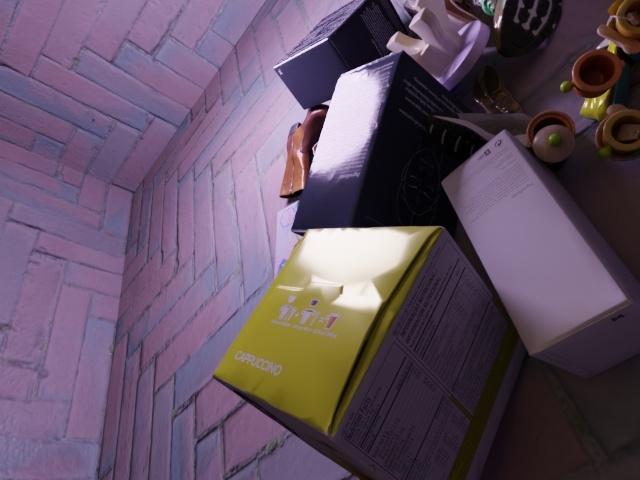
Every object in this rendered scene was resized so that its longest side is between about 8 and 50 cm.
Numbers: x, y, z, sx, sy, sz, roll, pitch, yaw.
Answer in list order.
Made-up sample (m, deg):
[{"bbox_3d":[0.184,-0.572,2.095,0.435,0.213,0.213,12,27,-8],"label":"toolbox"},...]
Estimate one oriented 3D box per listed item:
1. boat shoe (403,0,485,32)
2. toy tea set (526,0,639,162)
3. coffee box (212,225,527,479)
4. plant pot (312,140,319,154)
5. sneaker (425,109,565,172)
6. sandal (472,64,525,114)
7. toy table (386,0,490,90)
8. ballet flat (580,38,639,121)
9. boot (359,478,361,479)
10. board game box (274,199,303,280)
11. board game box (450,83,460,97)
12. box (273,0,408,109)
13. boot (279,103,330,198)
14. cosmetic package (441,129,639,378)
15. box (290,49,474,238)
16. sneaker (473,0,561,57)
[{"bbox_3d":[0.342,-0.619,1.240,0.116,0.123,0.324,-46,44,14],"label":"boat shoe"},{"bbox_3d":[0.489,-0.252,0.744,0.200,0.124,0.336,39,99,21],"label":"toy tea set"},{"bbox_3d":[0.088,0.206,0.804,0.337,0.334,0.338,0,50,52],"label":"coffee box"},{"bbox_3d":[0.053,-0.261,1.415,0.109,0.096,0.109,-40,41,32],"label":"plant pot"},{"bbox_3d":[0.344,-0.210,0.927,0.100,0.271,0.108,86,-158,-62],"label":"sneaker"},{"bbox_3d":[0.402,-0.317,1.045,0.072,0.049,0.180,-46,54,34],"label":"sandal"},{"bbox_3d":[0.259,-0.454,1.096,0.252,0.160,0.274,-65,11,-7],"label":"toy table"},{"bbox_3d":[0.536,-0.325,0.849,0.077,0.077,0.231,16,84,60],"label":"ballet flat"},{"bbox_3d":[0.151,0.419,0.923,0.219,0.082,0.106,-31,73,25],"label":"boot"},{"bbox_3d":[0.000,0.000,1.326,0.317,0.065,0.319,-26,50,34],"label":"board game box"},{"bbox_3d":[0.282,-0.344,1.190,0.133,0.033,0.168,-43,24,-28],"label":"board game box"},{"bbox_3d":[0.061,-0.591,1.458,0.296,0.183,0.294,1,47,53],"label":"box"},{"bbox_3d":[-0.051,-0.299,1.574,0.264,0.096,0.281,-15,59,47],"label":"boot"},{"bbox_3d":[0.367,0.013,0.760,0.155,0.196,0.366,-41,40,30],"label":"cosmetic package"},{"bbox_3d":[0.156,-0.150,1.044,0.211,0.293,0.396,1,70,53],"label":"box"},{"bbox_3d":[0.443,-0.574,1.089,0.182,0.157,0.411,-24,46,61],"label":"sneaker"}]
